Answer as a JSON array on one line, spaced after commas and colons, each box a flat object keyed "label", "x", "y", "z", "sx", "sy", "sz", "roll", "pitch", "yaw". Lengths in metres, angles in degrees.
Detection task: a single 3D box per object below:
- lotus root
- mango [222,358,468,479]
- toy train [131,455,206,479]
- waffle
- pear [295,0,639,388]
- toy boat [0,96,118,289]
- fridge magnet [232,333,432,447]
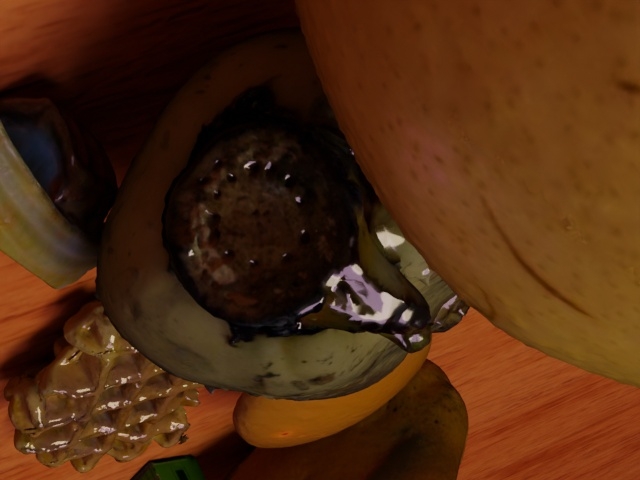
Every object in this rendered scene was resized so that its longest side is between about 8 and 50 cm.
[{"label": "lotus root", "x": 0.000, "y": 0.000, "z": 0.757, "sx": 0.173, "sy": 0.173, "sz": 0.309, "roll": -35, "pitch": 167, "yaw": 7}, {"label": "mango", "x": 0.010, "y": 0.181, "z": 1.162, "sx": 0.236, "sy": 0.136, "sz": 0.166, "roll": -45, "pitch": -172, "yaw": 8}, {"label": "toy train", "x": -0.154, "y": 0.230, "z": 1.172, "sx": 0.044, "sy": 0.042, "sz": 0.209, "roll": 0, "pitch": 141, "yaw": -50}, {"label": "waffle", "x": -0.100, "y": 0.074, "z": 0.930, "sx": 0.160, "sy": 0.046, "sz": 0.192, "roll": -31, "pitch": 157, "yaw": 0}, {"label": "pear", "x": 0.153, "y": -0.114, "z": 0.539, "sx": 0.348, "sy": 0.348, "sz": 0.348, "roll": -26, "pitch": 156, "yaw": -13}, {"label": "toy boat", "x": -0.125, "y": -0.028, "z": 0.680, "sx": 0.066, "sy": 0.065, "sz": 0.172, "roll": -54, "pitch": 158, "yaw": -6}, {"label": "fridge magnet", "x": 0.006, "y": 0.083, "z": 1.053, "sx": 0.143, "sy": 0.063, "sz": 0.143, "roll": -26, "pitch": 154, "yaw": -14}]
